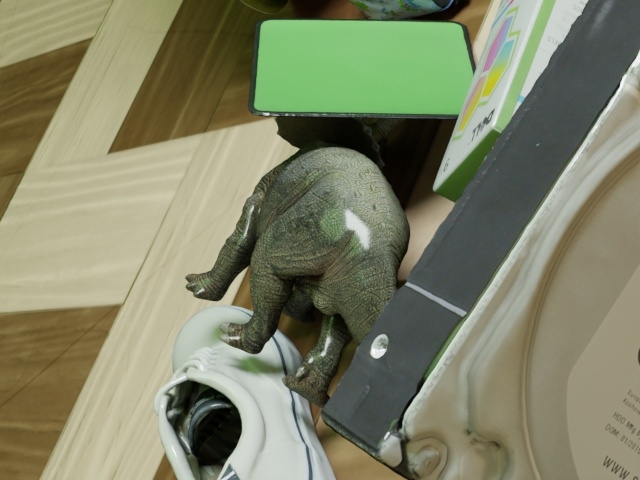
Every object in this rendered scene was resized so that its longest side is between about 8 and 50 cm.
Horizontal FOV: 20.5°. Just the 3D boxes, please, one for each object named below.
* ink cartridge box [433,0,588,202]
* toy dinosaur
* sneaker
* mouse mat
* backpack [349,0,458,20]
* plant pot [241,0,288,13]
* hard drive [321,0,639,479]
[{"bbox_3d":[0.124,-0.076,1.054,0.109,0.062,0.209,130,163,-67],"label":"ink cartridge box"},{"bbox_3d":[0.000,0.000,1.119,0.313,0.121,0.160,-103,36,-65],"label":"toy dinosaur"},{"bbox_3d":[-0.061,0.104,1.146,0.094,0.091,0.258,-50,29,8],"label":"sneaker"},{"bbox_3d":[0.030,-0.118,1.191,0.190,0.152,0.007,-90,1,-65],"label":"mouse mat"},{"bbox_3d":[0.060,-0.220,1.318,0.114,0.084,0.105,-12,47,54],"label":"backpack"},{"bbox_3d":[0.006,-0.429,1.392,0.353,0.366,0.366,-32,34,15],"label":"plant pot"},{"bbox_3d":[0.184,-0.004,0.751,0.339,0.237,0.064,-56,29,-5],"label":"hard drive"}]
